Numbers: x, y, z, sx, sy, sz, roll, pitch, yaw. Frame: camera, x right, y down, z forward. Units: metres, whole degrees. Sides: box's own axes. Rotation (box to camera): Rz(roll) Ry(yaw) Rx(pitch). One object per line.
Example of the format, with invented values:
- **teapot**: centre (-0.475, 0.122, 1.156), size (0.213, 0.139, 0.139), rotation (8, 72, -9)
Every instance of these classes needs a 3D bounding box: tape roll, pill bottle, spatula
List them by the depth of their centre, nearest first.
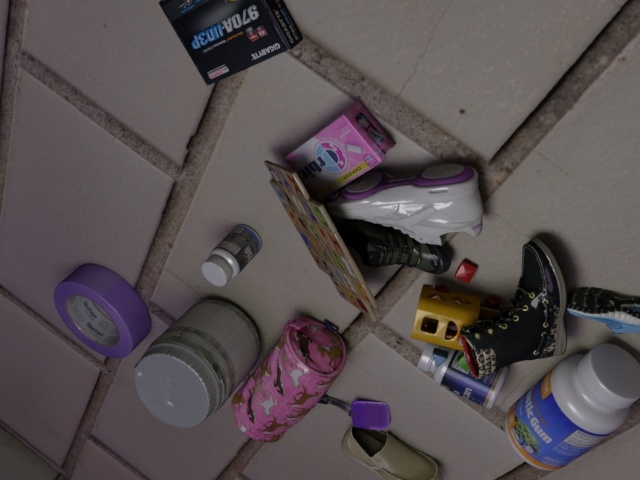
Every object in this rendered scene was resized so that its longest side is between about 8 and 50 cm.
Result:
- **pill bottle**: centre (0.472, 0.306, 1.403), size (0.152, 0.152, 0.272), rotation (33, 137, 7)
- **pill bottle**: centre (0.288, 0.266, 1.539), size (0.169, 0.094, 0.094), rotation (24, 135, 16)
- **pill bottle**: centre (-0.194, 0.034, 1.649), size (0.078, 0.137, 0.078), rotation (19, 134, 21)
- **spatula**: centre (0.034, 0.409, 1.883), size (0.296, 0.030, 0.084), rotation (10, 117, 31)
- **tape roll**: centre (-0.611, 0.200, 2.116), size (0.274, 0.090, 0.275), rotation (19, 133, 22)

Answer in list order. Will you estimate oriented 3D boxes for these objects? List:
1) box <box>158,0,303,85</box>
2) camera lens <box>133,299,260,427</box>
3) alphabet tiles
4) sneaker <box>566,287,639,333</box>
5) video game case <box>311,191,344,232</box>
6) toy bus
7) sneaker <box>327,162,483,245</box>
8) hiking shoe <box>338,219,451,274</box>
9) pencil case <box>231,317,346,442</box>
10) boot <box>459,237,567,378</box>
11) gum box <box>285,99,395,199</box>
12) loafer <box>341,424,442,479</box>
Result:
- **box**: centre (-0.161, -0.389, 1.333), size (0.220, 0.051, 0.175), rotation (-11, 118, 40)
- **camera lens**: centre (-0.286, 0.286, 1.804), size (0.219, 0.274, 0.219), rotation (9, 116, 19)
- **alphabet tiles**: centre (0.000, 0.000, 1.459), size (0.343, 0.011, 0.285), rotation (60, 168, -23)
- **sneaker**: centre (0.500, 0.134, 1.306), size (0.162, 0.063, 0.073), rotation (13, 136, 28)
- **video game case**: centre (0.014, -0.048, 1.528), size (0.087, 0.011, 0.122), rotation (29, 136, 11)
- **toy bus**: centre (0.267, 0.158, 1.415), size (0.202, 0.104, 0.191), rotation (-33, 98, 22)
- **sneaker**: centre (0.147, -0.049, 1.357), size (0.305, 0.114, 0.152), rotation (-2, 122, 36)
- **hiking shoe**: centre (0.131, 0.023, 1.429), size (0.226, 0.114, 0.086), rotation (23, 136, 18)
- **pencil case**: centre (-0.084, 0.338, 1.799), size (0.160, 0.167, 0.386), rotation (21, 134, -14)
- **boot**: centre (0.333, 0.126, 1.318), size (0.085, 0.178, 0.236), rotation (-127, 21, -63)
- **gum box**: centre (0.037, -0.164, 1.376), size (0.107, 0.062, 0.188), rotation (49, 137, -10)
- **loafer**: centre (0.168, 0.528, 1.839), size (0.268, 0.102, 0.092), rotation (18, 139, 23)
